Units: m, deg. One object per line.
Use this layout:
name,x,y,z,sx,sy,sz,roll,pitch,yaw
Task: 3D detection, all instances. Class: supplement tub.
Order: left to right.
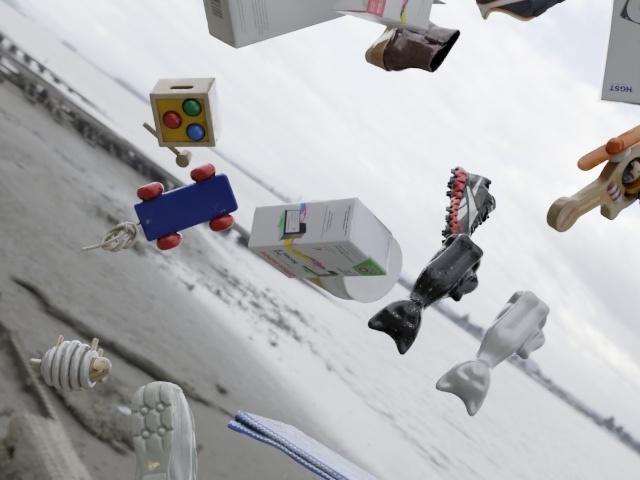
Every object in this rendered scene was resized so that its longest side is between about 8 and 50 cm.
supplement tub,0.052,0.028,2.258,0.228,0.228,0.316,35,-5,-37

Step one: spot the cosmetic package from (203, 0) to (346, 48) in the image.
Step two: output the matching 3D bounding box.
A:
cosmetic package,-0.079,-0.591,1.912,0.155,0.365,0.197,38,-38,49

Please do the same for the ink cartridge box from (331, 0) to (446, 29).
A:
ink cartridge box,0.137,-0.455,1.623,0.198,0.067,0.115,4,12,-37

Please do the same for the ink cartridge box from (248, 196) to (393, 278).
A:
ink cartridge box,0.000,0.000,1.962,0.278,0.117,0.201,-4,-26,30

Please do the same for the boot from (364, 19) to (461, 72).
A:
boot,0.235,-0.469,1.873,0.207,0.248,0.090,17,-25,43

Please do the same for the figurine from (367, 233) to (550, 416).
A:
figurine,0.207,0.128,1.232,0.215,0.209,0.092,42,-30,14

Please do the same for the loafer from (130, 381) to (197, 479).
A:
loafer,-0.235,0.379,1.282,0.112,0.319,0.111,-6,-19,15

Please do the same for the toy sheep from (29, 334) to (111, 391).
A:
toy sheep,-0.402,0.200,1.341,0.132,0.091,0.091,2,-4,7

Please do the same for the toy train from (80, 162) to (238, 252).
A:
toy train,-0.258,-0.044,1.342,0.143,0.248,0.105,-123,-166,-79

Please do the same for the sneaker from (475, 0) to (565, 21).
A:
sneaker,0.541,-0.619,2.053,0.126,0.321,0.127,-71,154,-55

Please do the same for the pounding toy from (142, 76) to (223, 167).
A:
pounding toy,-0.311,-0.239,1.810,0.181,0.206,0.094,0,34,7

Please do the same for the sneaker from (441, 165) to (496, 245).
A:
sneaker,0.389,-0.070,2.176,0.135,0.276,0.097,11,-32,4

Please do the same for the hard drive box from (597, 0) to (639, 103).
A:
hard drive box,0.587,-0.347,1.436,0.181,0.232,0.089,7,8,14

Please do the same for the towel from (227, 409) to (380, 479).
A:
towel,0.002,0.342,1.268,0.243,0.040,0.336,27,-9,16

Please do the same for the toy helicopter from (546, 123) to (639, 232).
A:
toy helicopter,0.669,-0.135,1.959,0.140,0.355,0.235,39,-30,43
